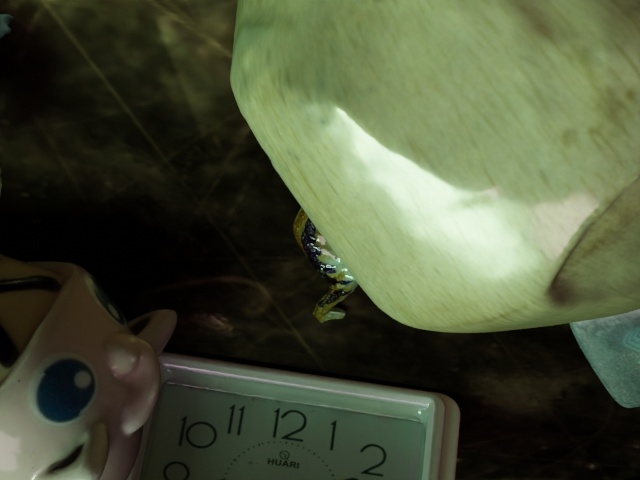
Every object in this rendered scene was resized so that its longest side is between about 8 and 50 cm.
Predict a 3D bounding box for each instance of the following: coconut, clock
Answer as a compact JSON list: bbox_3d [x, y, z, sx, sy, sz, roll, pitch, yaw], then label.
[{"bbox_3d":[0.077,-0.061,0.675,0.224,0.224,0.224,6,144,4],"label":"coconut"},{"bbox_3d":[-0.024,0.150,1.018,0.197,0.150,0.063,9,143,0],"label":"clock"}]

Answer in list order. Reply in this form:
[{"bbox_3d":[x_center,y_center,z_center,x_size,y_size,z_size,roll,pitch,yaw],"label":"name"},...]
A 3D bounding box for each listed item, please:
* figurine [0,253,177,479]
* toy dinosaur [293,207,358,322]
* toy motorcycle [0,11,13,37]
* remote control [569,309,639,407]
[{"bbox_3d":[-0.225,0.087,0.957,0.287,0.176,0.186,-9,129,32],"label":"figurine"},{"bbox_3d":[0.015,0.001,0.903,0.058,0.037,0.180,-1,144,6],"label":"toy dinosaur"},{"bbox_3d":[-0.188,-0.130,0.698,0.159,0.106,0.270,25,127,-28],"label":"toy motorcycle"},{"bbox_3d":[0.312,0.022,0.865,0.378,0.044,0.107,-11,143,26],"label":"remote control"}]
